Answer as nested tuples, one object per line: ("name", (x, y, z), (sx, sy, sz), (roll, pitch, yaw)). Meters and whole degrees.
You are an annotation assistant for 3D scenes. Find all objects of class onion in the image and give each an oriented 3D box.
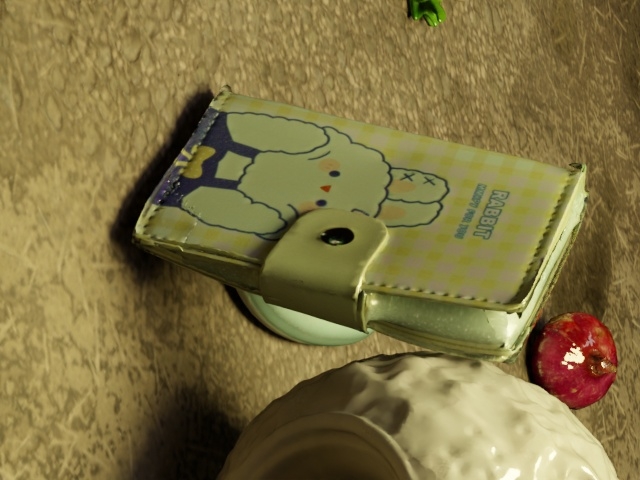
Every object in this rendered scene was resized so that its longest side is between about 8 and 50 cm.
("onion", (0.278, 0.131, 2.153), (0.107, 0.097, 0.107), (0, 90, -43))

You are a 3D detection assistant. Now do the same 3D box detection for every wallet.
("wallet", (0.031, -0.018, 1.514), (0.223, 0.309, 0.077), (-60, 158, -47))

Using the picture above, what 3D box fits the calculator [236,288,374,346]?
("calculator", (0.000, 0.000, 1.720), (0.295, 0.042, 0.184), (7, 76, -61))

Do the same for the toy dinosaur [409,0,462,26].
("toy dinosaur", (0.175, -0.282, 1.997), (0.194, 0.177, 0.152), (48, 41, -43))

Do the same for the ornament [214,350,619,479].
("ornament", (0.079, 0.249, 1.474), (0.337, 0.337, 0.337), (29, 57, -56))
